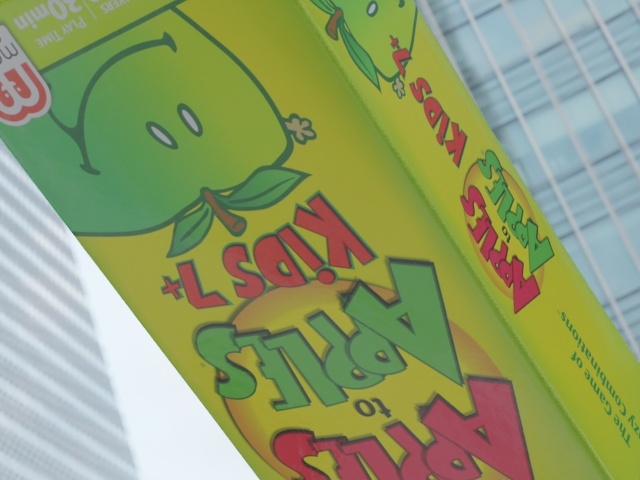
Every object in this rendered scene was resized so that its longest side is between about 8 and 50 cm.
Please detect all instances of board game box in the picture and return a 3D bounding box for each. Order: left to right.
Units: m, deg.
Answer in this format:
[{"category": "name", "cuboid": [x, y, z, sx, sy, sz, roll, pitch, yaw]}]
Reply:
[{"category": "board game box", "cuboid": [0.000, 0.000, 0.364, 0.092, 0.043, 0.181, -20, -66, 34]}]
